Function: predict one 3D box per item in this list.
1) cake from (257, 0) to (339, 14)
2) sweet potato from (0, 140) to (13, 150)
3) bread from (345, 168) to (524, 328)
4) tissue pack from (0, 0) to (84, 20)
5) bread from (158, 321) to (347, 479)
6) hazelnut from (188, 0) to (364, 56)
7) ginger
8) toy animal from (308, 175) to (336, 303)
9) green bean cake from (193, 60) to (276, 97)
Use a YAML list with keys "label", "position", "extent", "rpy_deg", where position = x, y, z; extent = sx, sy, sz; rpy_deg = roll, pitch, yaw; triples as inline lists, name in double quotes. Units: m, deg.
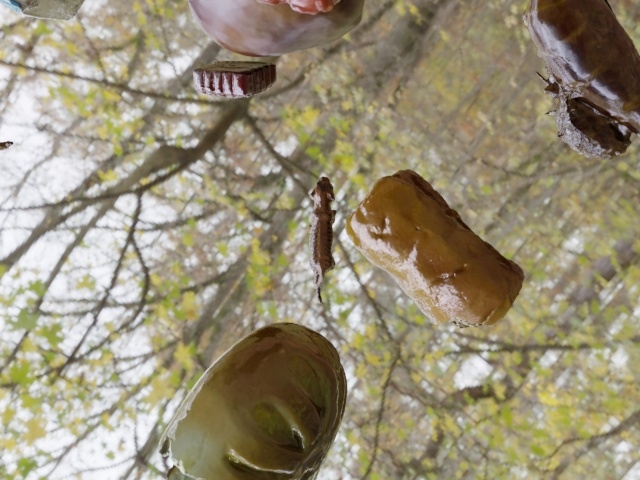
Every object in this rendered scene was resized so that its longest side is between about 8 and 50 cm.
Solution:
- label: "cake"
  position: [-0.037, -0.430, 0.904]
  extent: [0.269, 0.270, 0.320]
  rpy_deg: [19, -129, 7]
- label: "sweet potato"
  position: [-0.606, -0.176, 1.605]
  extent: [0.115, 0.026, 0.026]
  rpy_deg: [12, -171, 15]
- label: "bread"
  position: [0.212, 0.028, 1.669]
  extent: [0.344, 0.195, 0.149]
  rpy_deg: [43, -142, 3]
- label: "tissue pack"
  position: [-0.407, -0.379, 1.046]
  extent: [0.271, 0.124, 0.201]
  rpy_deg: [33, -173, -4]
- label: "bread"
  position: [-0.073, 0.266, 1.188]
  extent: [0.160, 0.333, 0.333]
  rpy_deg: [34, -167, 24]
- label: "hazelnut"
  position: [-0.091, -0.509, 1.683]
  extent: [0.359, 0.359, 0.409]
  rpy_deg: [35, -166, -5]
- label: "ginger"
  position: [0.524, -0.344, 1.790]
  extent: [0.176, 0.254, 0.418]
  rpy_deg: [-39, -83, -43]
- label: "toy animal"
  position: [0.000, 0.000, 1.710]
  extent: [0.056, 0.241, 0.099]
  rpy_deg: [2, 174, 5]
- label: "green bean cake"
  position: [-0.170, -0.323, 1.770]
  extent: [0.135, 0.056, 0.135]
  rpy_deg: [11, -155, 26]
